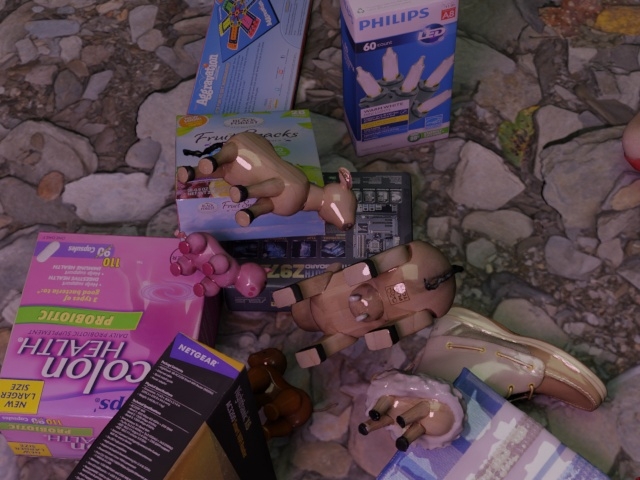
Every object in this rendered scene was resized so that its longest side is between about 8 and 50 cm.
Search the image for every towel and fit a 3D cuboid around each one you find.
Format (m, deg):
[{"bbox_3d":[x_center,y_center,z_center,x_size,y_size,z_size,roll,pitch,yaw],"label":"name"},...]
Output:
[{"bbox_3d":[0.202,0.294,1.181,0.285,0.034,0.209,39,73,12],"label":"towel"}]

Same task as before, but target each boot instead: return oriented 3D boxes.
[{"bbox_3d":[0.197,0.181,1.280,0.213,0.077,0.165,24,62,19],"label":"boot"}]

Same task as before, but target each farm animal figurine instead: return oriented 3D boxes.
[{"bbox_3d":[0.010,0.044,1.222,0.326,0.330,0.172,3,16,37],"label":"farm animal figurine"}]

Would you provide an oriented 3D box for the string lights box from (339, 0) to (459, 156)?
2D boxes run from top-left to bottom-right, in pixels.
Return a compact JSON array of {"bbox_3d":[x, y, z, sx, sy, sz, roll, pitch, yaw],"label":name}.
[{"bbox_3d":[0.098,-0.229,1.454,0.133,0.260,0.077,-13,56,-6],"label":"string lights box"}]

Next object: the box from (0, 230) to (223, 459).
[{"bbox_3d":[-0.237,0.122,1.314,0.213,0.117,0.243,3,56,5],"label":"box"}]

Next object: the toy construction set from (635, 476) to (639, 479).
[{"bbox_3d":[0.475,0.212,1.121,0.257,0.237,0.309,19,53,-6],"label":"toy construction set"}]

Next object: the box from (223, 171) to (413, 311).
[{"bbox_3d":[0.000,0.000,1.421,0.232,0.059,0.183,-1,52,3],"label":"box"}]

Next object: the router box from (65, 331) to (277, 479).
[{"bbox_3d":[-0.147,0.271,1.092,0.081,0.309,0.243,23,60,21],"label":"router box"}]

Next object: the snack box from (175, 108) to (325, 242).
[{"bbox_3d":[-0.089,-0.083,1.387,0.174,0.070,0.207,-4,33,-5],"label":"snack box"}]

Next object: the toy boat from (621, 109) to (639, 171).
[{"bbox_3d":[0.508,-0.117,1.436,0.151,0.151,0.231,-44,22,-24],"label":"toy boat"}]

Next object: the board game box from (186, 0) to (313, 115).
[{"bbox_3d":[-0.096,-0.274,1.636,0.145,0.027,0.281,6,56,5],"label":"board game box"}]
